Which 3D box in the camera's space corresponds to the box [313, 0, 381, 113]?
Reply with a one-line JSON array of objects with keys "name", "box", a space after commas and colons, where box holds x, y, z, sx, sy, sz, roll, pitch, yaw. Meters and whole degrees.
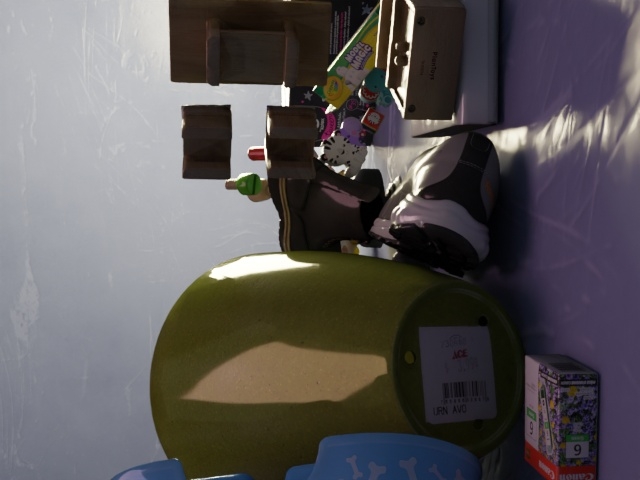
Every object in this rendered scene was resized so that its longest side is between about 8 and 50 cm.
[{"name": "box", "box": [0.055, -0.228, 1.024, 0.105, 0.043, 0.179, -59, 7, -36]}]

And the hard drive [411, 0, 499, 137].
[{"name": "hard drive", "box": [0.124, -0.258, 0.840, 0.203, 0.040, 0.307, -152, 62, -83]}]

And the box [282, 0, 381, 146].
[{"name": "box", "box": [0.010, -0.292, 1.396, 0.163, 0.142, 0.247, -102, 13, -57]}]

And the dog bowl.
[{"name": "dog bowl", "box": [-0.024, 0.219, 0.664, 0.166, 0.297, 0.074, 58, -154, -51]}]

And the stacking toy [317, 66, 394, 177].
[{"name": "stacking toy", "box": [0.053, -0.157, 1.070, 0.221, 0.052, 0.167, -61, 3, -10]}]

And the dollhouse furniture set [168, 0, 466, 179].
[{"name": "dollhouse furniture set", "box": [-0.012, -0.184, 0.789, 0.161, 0.242, 0.212, -101, 13, -60]}]

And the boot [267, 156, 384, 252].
[{"name": "boot", "box": [0.021, -0.005, 0.992, 0.077, 0.137, 0.197, -49, -37, -22]}]

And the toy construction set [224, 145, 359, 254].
[{"name": "toy construction set", "box": [0.000, 0.000, 1.387, 0.237, 0.257, 0.308, 2, 115, 41]}]

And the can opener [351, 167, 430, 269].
[{"name": "can opener", "box": [0.085, 0.046, 1.033, 0.074, 0.093, 0.280, 109, 157, -57]}]

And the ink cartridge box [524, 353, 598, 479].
[{"name": "ink cartridge box", "box": [0.162, 0.139, 0.600, 0.063, 0.029, 0.115, -148, 57, -82]}]

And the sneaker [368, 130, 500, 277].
[{"name": "sneaker", "box": [0.114, -0.031, 0.814, 0.271, 0.100, 0.108, 127, 166, -85]}]

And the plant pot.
[{"name": "plant pot", "box": [0.032, 0.123, 0.788, 0.294, 0.275, 0.274, -18, 71, 55]}]
